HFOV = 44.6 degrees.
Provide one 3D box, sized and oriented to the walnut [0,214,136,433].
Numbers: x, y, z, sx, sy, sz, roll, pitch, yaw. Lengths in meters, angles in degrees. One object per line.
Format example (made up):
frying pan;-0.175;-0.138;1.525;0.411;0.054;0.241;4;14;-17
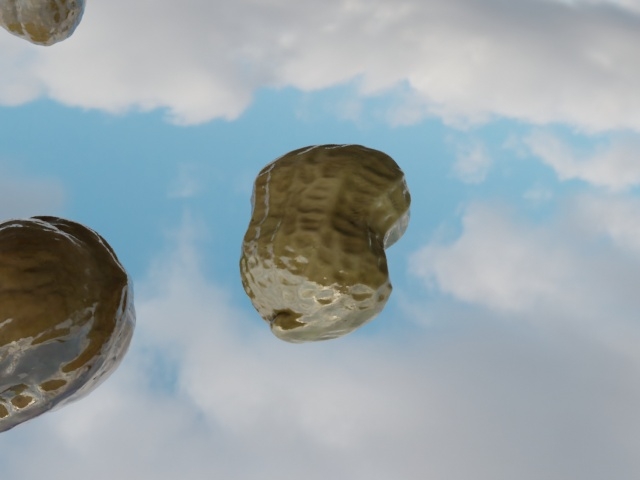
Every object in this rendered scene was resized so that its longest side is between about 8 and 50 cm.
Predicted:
walnut;-0.419;0.111;1.098;0.343;0.306;0.306;-18;-151;11

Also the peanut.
peanut;0.000;0.000;0.870;0.196;0.110;0.233;2;-116;24

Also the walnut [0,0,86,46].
walnut;-0.327;-0.308;0.885;0.149;0.167;0.166;-22;-139;-23
